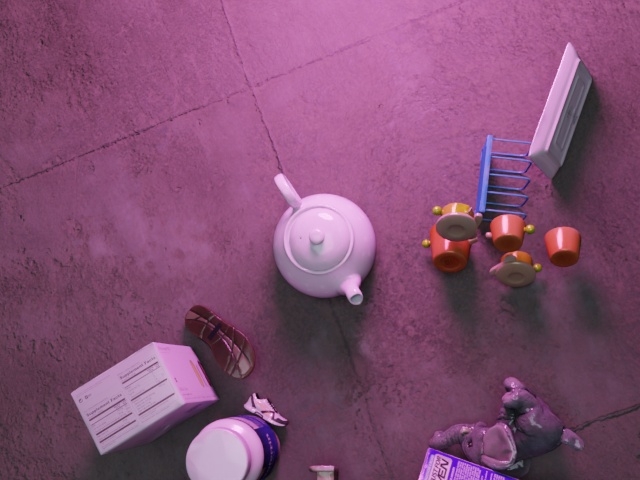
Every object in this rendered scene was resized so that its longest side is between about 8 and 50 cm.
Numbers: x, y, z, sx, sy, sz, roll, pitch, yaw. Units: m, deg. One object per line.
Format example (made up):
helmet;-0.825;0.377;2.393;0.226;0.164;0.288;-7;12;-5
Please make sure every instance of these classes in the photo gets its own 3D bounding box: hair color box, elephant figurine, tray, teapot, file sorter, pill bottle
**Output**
hair color box;0.348;0.561;1.556;0.338;0.185;0.110;18;41;13
elephant figurine;0.375;0.418;1.611;0.169;0.186;0.239;41;95;-13
tray;0.534;-0.278;1.703;0.030;0.145;0.271;16;83;38
teapot;0.000;0.000;1.714;0.255;0.187;0.253;11;82;11
file sorter;0.403;-0.128;1.710;0.104;0.118;0.170;7;82;7
pill bottle;-0.181;0.447;1.624;0.153;0.265;0.153;-1;80;9

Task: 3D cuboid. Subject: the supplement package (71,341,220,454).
supplement package;-0.366;0.335;1.673;0.204;0.262;0.145;-32;78;2

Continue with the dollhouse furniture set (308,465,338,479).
dollhouse furniture set;-0.121;0.564;1.591;0.303;0.286;0.198;-2;72;5

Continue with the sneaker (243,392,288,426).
sneaker;-0.117;0.380;1.741;0.109;0.040;0.044;27;83;12

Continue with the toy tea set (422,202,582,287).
toy tea set;0.387;-0.008;1.676;0.335;0.200;0.124;14;50;-3

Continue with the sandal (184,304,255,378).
sandal;-0.225;0.231;1.779;0.219;0.060;0.090;35;81;27
